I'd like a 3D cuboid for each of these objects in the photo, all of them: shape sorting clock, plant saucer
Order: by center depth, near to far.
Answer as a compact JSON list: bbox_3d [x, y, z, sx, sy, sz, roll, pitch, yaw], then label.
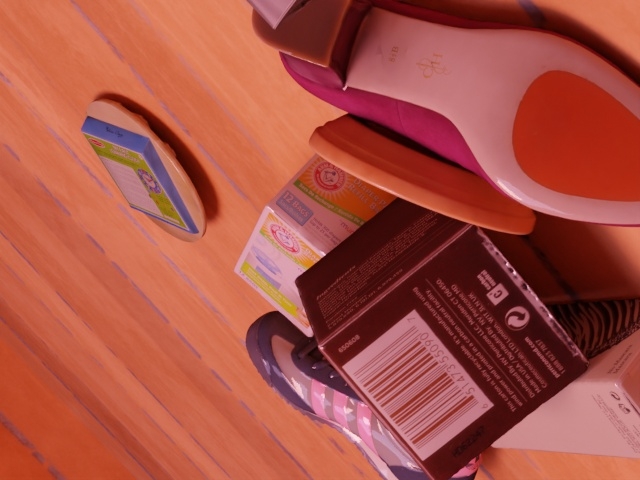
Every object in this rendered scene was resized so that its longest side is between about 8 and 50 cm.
[{"bbox_3d":[0.089,-0.060,1.287,0.200,0.037,0.200,20,-169,-4],"label":"plant saucer"},{"bbox_3d":[-0.205,-0.083,1.845,0.206,0.040,0.206,39,159,18],"label":"shape sorting clock"}]

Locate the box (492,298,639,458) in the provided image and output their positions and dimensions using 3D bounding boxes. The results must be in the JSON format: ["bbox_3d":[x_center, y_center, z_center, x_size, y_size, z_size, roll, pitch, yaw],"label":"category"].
[{"bbox_3d":[0.234,0.122,1.391,0.094,0.113,0.275,50,155,-15],"label":"box"}]

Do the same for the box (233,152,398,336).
[{"bbox_3d":[0.000,0.000,1.570,0.114,0.103,0.203,41,157,3],"label":"box"}]

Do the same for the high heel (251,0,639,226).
[{"bbox_3d":[0.134,-0.110,1.218,0.377,0.127,0.181,30,-174,17],"label":"high heel"}]

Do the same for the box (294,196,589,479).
[{"bbox_3d":[0.099,0.070,1.357,0.168,0.167,0.203,49,-176,-16],"label":"box"}]

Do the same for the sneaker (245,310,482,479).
[{"bbox_3d":[0.058,0.172,1.807,0.319,0.112,0.131,38,140,6],"label":"sneaker"}]

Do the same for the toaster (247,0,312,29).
[{"bbox_3d":[0.000,-0.244,1.040,0.110,0.185,0.168,49,157,-1],"label":"toaster"}]
